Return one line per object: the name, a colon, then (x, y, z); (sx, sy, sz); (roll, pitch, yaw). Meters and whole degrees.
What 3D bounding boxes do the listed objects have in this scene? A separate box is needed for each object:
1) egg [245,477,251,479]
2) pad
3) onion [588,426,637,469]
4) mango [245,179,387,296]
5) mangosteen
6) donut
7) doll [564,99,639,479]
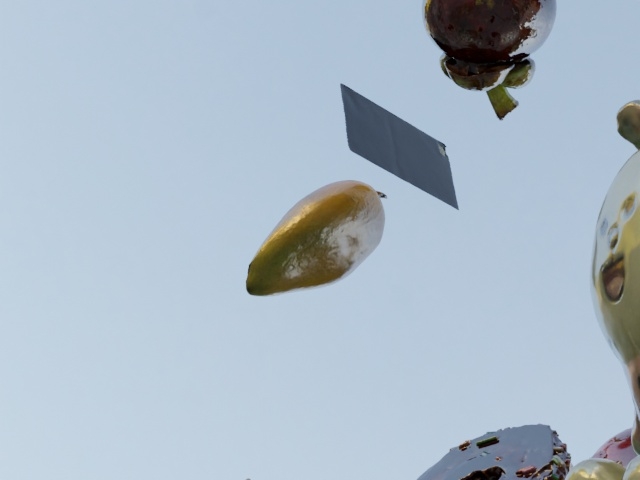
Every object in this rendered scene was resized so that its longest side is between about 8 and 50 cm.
egg: (-0.063, 0.329, 1.450); (0.140, 0.118, 0.116); (53, -2, -6)
pad: (0.099, -0.116, 1.659); (0.193, 0.116, 0.004); (27, -50, -35)
onion: (0.287, 0.220, 1.053); (0.184, 0.184, 0.147); (40, -37, 16)
mango: (0.000, 0.000, 1.296); (0.066, 0.187, 0.101); (30, -46, 34)
mangosteen: (0.180, -0.234, 1.484); (0.146, 0.156, 0.181); (38, -44, 30)
donut: (0.191, 0.309, 1.519); (0.235, 0.235, 0.089); (-15, -69, 44)
doll: (0.198, 0.040, 0.690); (0.113, 0.275, 0.155); (16, -28, -9)
